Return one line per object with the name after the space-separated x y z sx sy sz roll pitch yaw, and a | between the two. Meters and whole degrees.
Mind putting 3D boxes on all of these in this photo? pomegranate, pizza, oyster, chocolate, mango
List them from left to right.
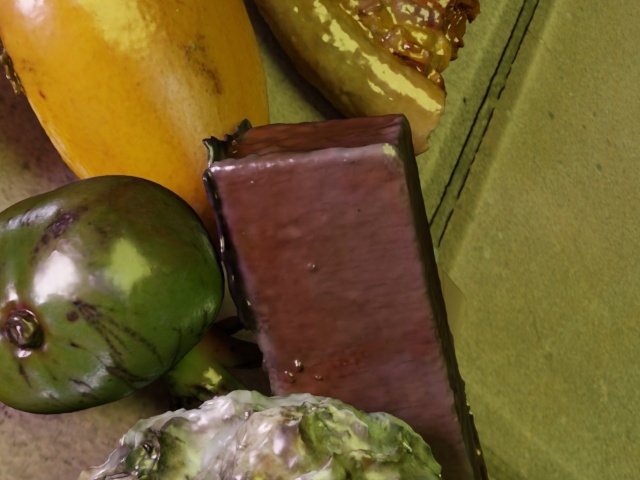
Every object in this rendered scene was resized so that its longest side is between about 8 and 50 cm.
-0.116 0.049 0.615 0.191 0.152 0.131 46 38 -41 | pomegranate
-0.110 -0.110 0.685 0.257 0.138 0.187 61 19 -20 | mango
-0.019 0.175 0.573 0.268 0.112 0.198 -14 115 -4 | oyster
0.039 -0.263 0.903 0.278 0.114 0.408 -4 76 -35 | pizza
0.030 0.069 0.644 0.112 0.112 0.321 -64 141 -66 | chocolate

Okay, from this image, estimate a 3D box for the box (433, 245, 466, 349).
0.057 0.071 0.775 0.062 0.089 0.122 43 49 -30 | box
